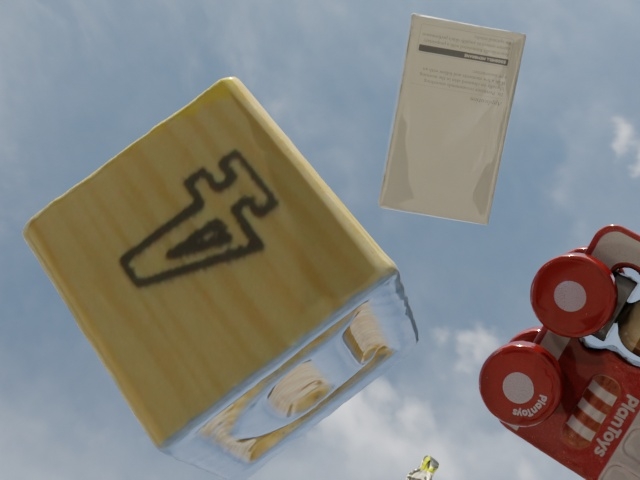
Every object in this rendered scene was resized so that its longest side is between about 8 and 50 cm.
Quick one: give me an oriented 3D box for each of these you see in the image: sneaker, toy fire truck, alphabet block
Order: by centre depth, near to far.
[{"bbox_3d":[-0.064,0.037,0.672,0.193,0.192,0.197,-36,-114,-6],"label":"alphabet block"},{"bbox_3d":[0.357,0.149,1.092,0.253,0.169,0.302,32,-76,18],"label":"toy fire truck"},{"bbox_3d":[0.133,0.320,1.192,0.031,0.083,0.035,29,-62,21],"label":"sneaker"}]

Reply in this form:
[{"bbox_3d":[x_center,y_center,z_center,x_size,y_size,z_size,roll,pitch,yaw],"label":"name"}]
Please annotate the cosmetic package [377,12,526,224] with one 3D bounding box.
[{"bbox_3d":[0.157,-0.151,1.124,0.138,0.224,0.225,11,-79,3],"label":"cosmetic package"}]
